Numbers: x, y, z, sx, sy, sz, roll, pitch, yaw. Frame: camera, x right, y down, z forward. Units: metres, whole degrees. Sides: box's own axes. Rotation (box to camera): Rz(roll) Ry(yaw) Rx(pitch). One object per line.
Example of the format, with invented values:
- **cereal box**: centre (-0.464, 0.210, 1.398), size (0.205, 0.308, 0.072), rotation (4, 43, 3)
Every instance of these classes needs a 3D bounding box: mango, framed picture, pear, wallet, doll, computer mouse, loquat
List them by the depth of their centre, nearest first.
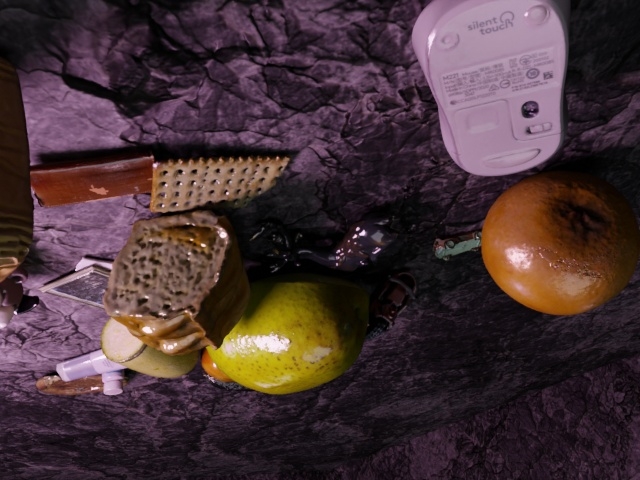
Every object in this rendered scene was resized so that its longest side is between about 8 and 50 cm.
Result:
- **computer mouse**: centre (0.227, -0.212, 0.751), size (0.184, 0.121, 0.296), rotation (-11, 137, 22)
- **wallet**: centre (-0.324, -0.091, 0.852), size (0.176, 0.026, 0.095), rotation (-11, 151, -10)
- **doll**: centre (-0.611, 0.096, 0.984), size (0.258, 0.117, 0.182), rotation (-13, 145, 7)
- **loquat**: centre (0.422, 0.004, 1.053), size (0.263, 0.262, 0.263), rotation (-9, 150, -5)
- **wallet**: centre (-0.402, 0.048, 1.082), size (0.083, 0.011, 0.044), rotation (12, 143, -36)
- **framed picture**: centre (-0.424, 0.100, 1.150), size (0.142, 0.011, 0.183), rotation (-20, 152, 22)
- **pear**: centre (-0.036, 0.190, 1.200), size (0.343, 0.238, 0.318), rotation (11, 162, -33)
- **mango**: centre (-0.211, 0.283, 1.449), size (0.139, 0.113, 0.253), rotation (22, 178, 17)

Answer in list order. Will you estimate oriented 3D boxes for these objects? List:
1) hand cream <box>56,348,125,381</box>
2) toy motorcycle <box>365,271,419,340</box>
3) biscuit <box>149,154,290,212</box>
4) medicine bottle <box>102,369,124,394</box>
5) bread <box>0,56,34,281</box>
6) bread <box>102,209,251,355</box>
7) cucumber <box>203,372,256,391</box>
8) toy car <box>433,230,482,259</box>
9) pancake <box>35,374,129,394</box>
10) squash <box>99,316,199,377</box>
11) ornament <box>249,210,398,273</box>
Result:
- **hand cream**: centre (-0.502, 0.282, 1.411), size (0.256, 0.048, 0.079), rotation (-16, 119, 9)
- **toy motorcycle**: centre (0.153, 0.136, 1.298), size (0.084, 0.212, 0.118), rotation (40, 118, -1)
- **biscuit**: centre (-0.160, -0.086, 0.915), size (0.203, 0.016, 0.144), rotation (-5, 151, -23)
- **medicine bottle**: centre (-0.510, 0.330, 1.451), size (0.052, 0.089, 0.052), rotation (-9, 151, -5)
- **bread**: centre (-0.386, -0.075, 0.607), size (0.153, 0.288, 0.119), rotation (-32, 154, 33)
- **bread**: centre (-0.233, 0.079, 1.000), size (0.239, 0.195, 0.252), rotation (-11, 160, 3)
- **cucumber**: centre (-0.195, 0.403, 1.715), size (0.301, 0.072, 0.072), rotation (6, 146, -26)
- **toy car**: centre (0.298, 0.006, 1.235), size (0.122, 0.035, 0.059), rotation (-17, 151, -7)
- **pancake**: centre (-0.614, 0.372, 1.538), size (0.236, 0.029, 0.212), rotation (-10, 156, 10)
- **squash**: centre (-0.354, 0.238, 1.307), size (0.133, 0.132, 0.247), rotation (-20, 149, 15)
- **ornament**: centre (0.000, 0.000, 1.073), size (0.236, 0.080, 0.202), rotation (8, 149, -31)
